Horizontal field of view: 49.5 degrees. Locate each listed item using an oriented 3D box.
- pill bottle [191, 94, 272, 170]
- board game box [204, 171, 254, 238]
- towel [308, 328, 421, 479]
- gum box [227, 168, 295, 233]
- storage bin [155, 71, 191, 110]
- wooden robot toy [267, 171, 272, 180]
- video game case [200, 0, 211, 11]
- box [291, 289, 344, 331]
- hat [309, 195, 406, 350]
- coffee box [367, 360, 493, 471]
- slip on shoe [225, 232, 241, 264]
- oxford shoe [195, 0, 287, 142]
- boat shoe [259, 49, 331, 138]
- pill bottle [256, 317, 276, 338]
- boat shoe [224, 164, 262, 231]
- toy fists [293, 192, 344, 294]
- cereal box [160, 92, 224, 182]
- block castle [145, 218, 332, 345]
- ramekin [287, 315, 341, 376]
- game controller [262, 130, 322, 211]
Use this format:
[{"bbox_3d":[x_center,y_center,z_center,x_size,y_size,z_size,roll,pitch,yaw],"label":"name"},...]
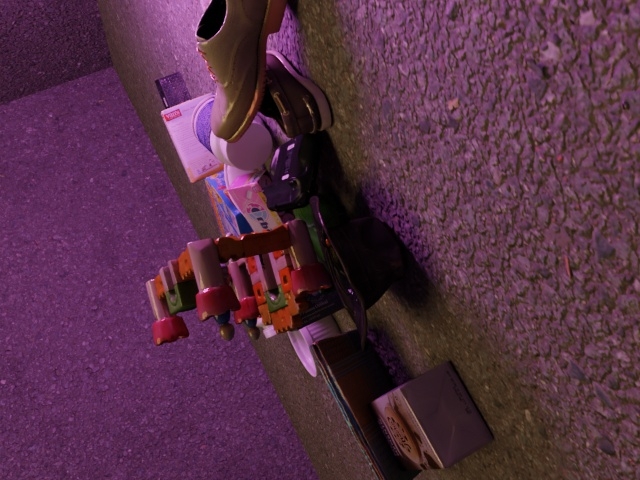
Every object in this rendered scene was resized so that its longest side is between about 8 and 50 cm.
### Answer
[{"bbox_3d":[-0.231,-0.281,1.814,0.265,0.153,0.153,42,152,55],"label":"pill bottle"},{"bbox_3d":[-0.285,-0.061,2.427,0.302,0.086,0.308,48,157,46],"label":"board game box"},{"bbox_3d":[0.119,0.386,1.610,0.370,0.040,0.271,62,-157,13],"label":"towel"},{"bbox_3d":[-0.148,-0.089,1.844,0.107,0.062,0.188,-9,125,35],"label":"gum box"},{"bbox_3d":[-0.530,-0.517,2.550,0.122,0.084,0.180,23,136,68],"label":"storage bin"},{"bbox_3d":[-0.151,-0.155,1.894,0.076,0.079,0.173,28,142,-4],"label":"wooden robot toy"},{"bbox_3d":[-0.238,-0.525,1.711,0.206,0.026,0.227,32,143,62],"label":"video game case"},{"bbox_3d":[-0.035,0.131,1.783,0.158,0.156,0.093,65,163,2],"label":"box"},{"bbox_3d":[0.086,0.045,1.325,0.331,0.134,0.331,162,90,-86],"label":"hat"},{"bbox_3d":[0.210,0.366,1.414,0.168,0.119,0.297,61,164,13],"label":"coffee box"},{"bbox_3d":[-0.294,0.032,2.366,0.041,0.051,0.135,10,126,21],"label":"slip on shoe"},{"bbox_3d":[-0.182,-0.364,1.343,0.140,0.147,0.397,57,141,40],"label":"oxford shoe"},{"bbox_3d":[-0.093,-0.304,1.441,0.324,0.097,0.116,48,157,46],"label":"boat shoe"},{"bbox_3d":[-0.203,0.238,2.535,0.221,0.124,0.124,64,164,4],"label":"pill bottle"},{"bbox_3d":[-0.184,-0.105,1.995,0.319,0.116,0.099,61,173,-2],"label":"boat shoe"},{"bbox_3d":[0.000,0.000,1.605,0.142,0.096,0.279,49,156,26],"label":"toy fists"},{"bbox_3d":[-0.372,-0.320,2.173,0.240,0.173,0.047,68,165,-7],"label":"cereal box"},{"bbox_3d":[-0.193,0.127,1.559,0.453,0.303,0.212,-31,74,59],"label":"block castle"},{"bbox_3d":[-0.014,0.282,2.025,0.207,0.109,0.207,56,161,31],"label":"ramekin"},{"bbox_3d":[-0.060,-0.151,1.539,0.166,0.067,0.319,-72,17,-6],"label":"game controller"}]
